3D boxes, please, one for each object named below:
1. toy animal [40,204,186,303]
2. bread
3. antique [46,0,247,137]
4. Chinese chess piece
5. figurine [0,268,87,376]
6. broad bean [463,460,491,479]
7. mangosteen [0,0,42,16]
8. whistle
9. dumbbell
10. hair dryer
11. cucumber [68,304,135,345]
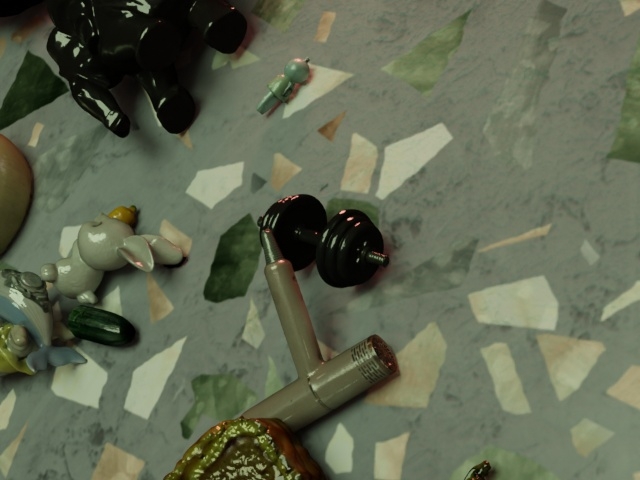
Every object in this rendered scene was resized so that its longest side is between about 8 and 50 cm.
[{"bbox_3d":[-0.280,0.017,1.633,0.182,0.131,0.127,-33,84,27],"label":"toy animal"},{"bbox_3d":[-0.095,0.311,1.306,0.222,0.096,0.181,-45,69,8],"label":"bread"},{"bbox_3d":[-0.256,-0.319,1.712,0.255,0.185,0.322,34,95,37],"label":"antique"},{"bbox_3d":[-0.570,-0.063,1.859,0.250,0.103,0.249,-15,60,27],"label":"Chinese chess piece"},{"bbox_3d":[-0.428,0.128,1.640,0.208,0.128,0.183,36,114,29],"label":"figurine"},{"bbox_3d":[0.167,0.341,1.156,0.065,0.046,0.254,-20,55,11],"label":"broad bean"},{"bbox_3d":[-0.566,-0.500,1.993,0.288,0.233,0.287,-1,89,31],"label":"mangosteen"},{"bbox_3d":[-0.050,-0.211,1.604,0.100,0.035,0.035,-46,49,8],"label":"whistle"},{"bbox_3d":[0.000,0.000,1.416,0.209,0.099,0.099,18,78,40],"label":"dumbbell"},{"bbox_3d":[-0.048,0.106,1.369,0.195,0.054,0.220,-34,82,18],"label":"hair dryer"},{"bbox_3d":[-0.294,0.118,1.601,0.105,0.048,0.048,9,73,37],"label":"cucumber"}]
